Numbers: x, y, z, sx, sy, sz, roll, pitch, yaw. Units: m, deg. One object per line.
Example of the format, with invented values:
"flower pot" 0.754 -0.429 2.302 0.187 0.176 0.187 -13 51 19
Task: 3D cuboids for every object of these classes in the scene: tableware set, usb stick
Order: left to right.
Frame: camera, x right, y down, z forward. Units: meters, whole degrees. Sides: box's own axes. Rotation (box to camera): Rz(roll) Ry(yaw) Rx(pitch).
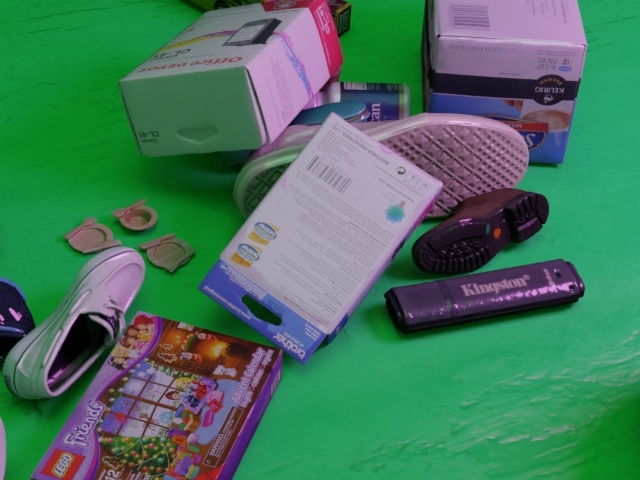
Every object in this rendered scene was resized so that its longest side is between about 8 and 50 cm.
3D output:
"tableware set" -0.270 0.003 1.785 0.141 0.020 0.168 -25 49 -29
"usb stick" 0.224 0.075 1.720 0.277 0.045 0.077 -9 41 -15

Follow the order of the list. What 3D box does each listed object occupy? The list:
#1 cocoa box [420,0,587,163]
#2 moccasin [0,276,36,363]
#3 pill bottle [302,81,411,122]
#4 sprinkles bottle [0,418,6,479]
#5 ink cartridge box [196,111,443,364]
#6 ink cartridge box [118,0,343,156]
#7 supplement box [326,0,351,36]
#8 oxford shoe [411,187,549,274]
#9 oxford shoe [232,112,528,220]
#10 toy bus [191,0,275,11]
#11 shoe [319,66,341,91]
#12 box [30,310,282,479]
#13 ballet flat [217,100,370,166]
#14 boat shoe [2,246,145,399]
"cocoa box" 0.284 -0.315 2.039 0.231 0.228 0.347 3 40 0
"moccasin" -0.510 0.132 1.530 0.342 0.138 0.117 -21 51 -25
"pill bottle" 0.055 -0.203 1.994 0.169 0.094 0.094 1 40 -2
"sprinkles bottle" -0.538 0.245 1.405 0.355 0.121 0.121 3 40 -1
"ink cartridge box" 0.000 0.000 1.683 0.185 0.065 0.311 34 73 11
"ink cartridge box" -0.127 -0.252 1.900 0.226 0.131 0.306 -3 26 25
"supplement box" 0.010 -0.407 2.260 0.083 0.055 0.043 26 45 25
"oxford shoe" 0.214 -0.014 1.813 0.227 0.083 0.096 -21 28 -27
"oxford shoe" 0.086 -0.114 1.853 0.449 0.169 0.130 -8 28 -11
"toy bus" -0.182 -0.486 2.279 0.332 0.130 0.108 33 48 30
"shoe" -0.024 -0.291 2.100 0.063 0.081 0.178 -23 47 -28
"box" -0.187 0.220 1.509 0.200 0.057 0.293 13 41 12
"ballet flat" -0.042 -0.155 1.929 0.247 0.087 0.083 -7 27 7
"boat shoe" -0.289 0.108 1.599 0.084 0.095 0.258 5 46 36
